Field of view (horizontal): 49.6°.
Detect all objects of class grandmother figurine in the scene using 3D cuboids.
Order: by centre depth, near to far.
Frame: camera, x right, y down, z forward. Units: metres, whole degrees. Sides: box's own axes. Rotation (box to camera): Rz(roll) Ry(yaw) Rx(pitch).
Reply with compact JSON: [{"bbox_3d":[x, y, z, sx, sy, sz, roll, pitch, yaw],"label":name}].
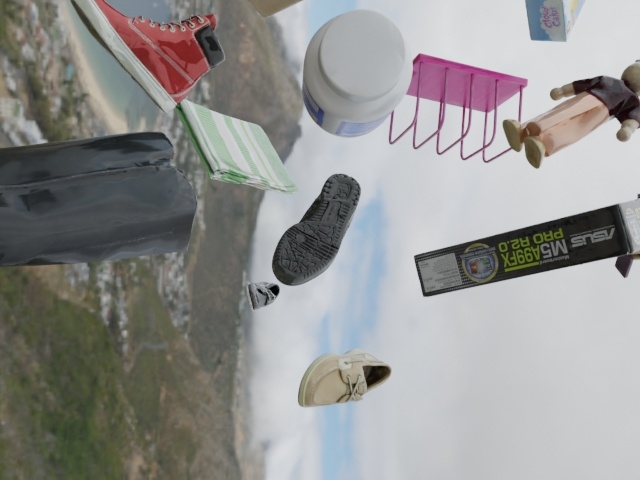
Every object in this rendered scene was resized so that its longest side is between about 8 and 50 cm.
[{"bbox_3d":[0.550,-0.267,1.380,0.208,0.342,0.104,55,-8,31],"label":"grandmother figurine"}]

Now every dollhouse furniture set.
[{"bbox_3d":[0.547,-0.007,1.196,0.114,0.081,0.091,-104,-168,-53],"label":"dollhouse furniture set"}]

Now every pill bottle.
[{"bbox_3d":[0.050,-0.240,1.003,0.272,0.152,0.152,-159,-107,-87],"label":"pill bottle"}]

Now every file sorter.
[{"bbox_3d":[0.337,-0.318,1.745,0.202,0.291,0.182,146,-48,-72],"label":"file sorter"}]

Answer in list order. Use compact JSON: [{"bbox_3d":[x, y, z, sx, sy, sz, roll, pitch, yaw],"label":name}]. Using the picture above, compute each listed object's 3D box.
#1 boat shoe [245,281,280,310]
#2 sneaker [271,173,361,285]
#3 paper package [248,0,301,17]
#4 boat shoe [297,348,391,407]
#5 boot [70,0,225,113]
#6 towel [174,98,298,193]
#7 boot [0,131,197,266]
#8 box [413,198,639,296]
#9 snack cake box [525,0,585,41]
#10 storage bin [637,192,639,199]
[{"bbox_3d":[-0.154,0.143,1.871,0.206,0.065,0.075,-22,99,-84],"label":"boat shoe"},{"bbox_3d":[-0.002,-0.001,0.670,0.170,0.051,0.089,-58,175,-39],"label":"sneaker"},{"bbox_3d":[-0.103,-0.694,1.505,0.309,0.325,0.168,-7,-128,42],"label":"paper package"},{"bbox_3d":[0.060,0.316,1.570,0.302,0.098,0.109,-4,106,-57],"label":"boat shoe"},{"bbox_3d":[-0.276,-0.358,1.150,0.244,0.176,0.088,48,-6,-34],"label":"boot"},{"bbox_3d":[-0.203,-0.228,1.701,0.038,0.325,0.248,-41,-114,24],"label":"towel"},{"bbox_3d":[-0.434,-0.117,0.976,0.367,0.445,0.146,68,-25,23],"label":"boot"},{"bbox_3d":[0.291,0.007,0.905,0.270,0.216,0.060,-17,-95,37],"label":"box"},{"bbox_3d":[0.515,-0.588,1.524,0.152,0.089,0.264,-63,147,-21],"label":"snack cake box"},{"bbox_3d":[0.627,-0.035,1.178,0.180,0.122,0.084,-65,155,-82],"label":"storage bin"}]
